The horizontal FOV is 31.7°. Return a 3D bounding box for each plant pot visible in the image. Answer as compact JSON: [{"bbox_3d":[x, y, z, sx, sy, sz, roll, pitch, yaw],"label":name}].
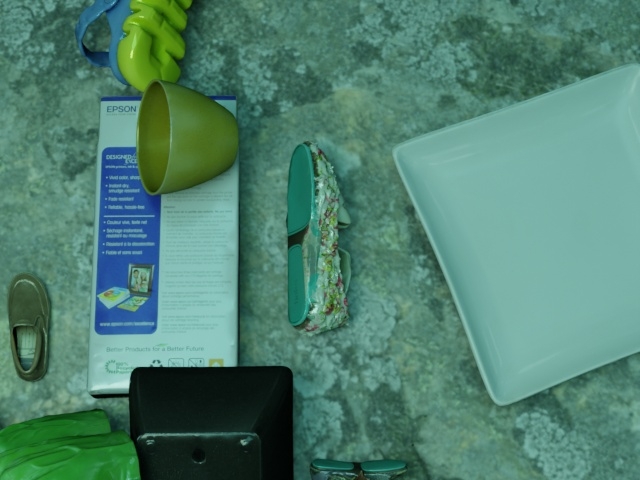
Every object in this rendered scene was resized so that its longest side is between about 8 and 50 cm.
[{"bbox_3d":[-0.125,0.246,1.226,0.188,0.167,0.188,0,96,0],"label":"plant pot"},{"bbox_3d":[-0.152,-0.119,1.323,0.095,0.134,0.134,1,73,-26],"label":"plant pot"}]

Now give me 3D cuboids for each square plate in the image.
[{"bbox_3d":[0.304,-0.012,1.390,0.343,0.049,0.347,-19,76,-6],"label":"square plate"}]

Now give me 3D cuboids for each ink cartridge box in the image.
[{"bbox_3d":[-0.186,0.005,1.374,0.175,0.069,0.371,-1,77,-1],"label":"ink cartridge box"}]

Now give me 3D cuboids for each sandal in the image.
[{"bbox_3d":[-0.222,-0.333,1.442,0.138,0.126,0.318,4,62,31],"label":"sandal"}]

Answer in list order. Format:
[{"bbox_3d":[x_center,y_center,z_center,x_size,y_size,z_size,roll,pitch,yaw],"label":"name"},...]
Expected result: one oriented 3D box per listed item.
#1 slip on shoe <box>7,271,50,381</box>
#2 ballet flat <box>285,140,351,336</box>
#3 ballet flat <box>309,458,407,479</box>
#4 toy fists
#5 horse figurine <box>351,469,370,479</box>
[{"bbox_3d":[-0.354,0.101,1.358,0.051,0.041,0.135,-4,75,-1],"label":"slip on shoe"},{"bbox_3d":[0.000,0.000,1.379,0.077,0.091,0.241,8,77,-30],"label":"ballet flat"},{"bbox_3d":[0.044,0.276,1.319,0.114,0.041,0.041,1,75,0],"label":"ballet flat"},{"bbox_3d":[-0.286,0.247,1.203,0.142,0.279,0.096,-5,94,-20],"label":"toy fists"},{"bbox_3d":[0.029,0.399,1.269,0.174,0.066,0.263,-9,77,-9],"label":"horse figurine"}]
